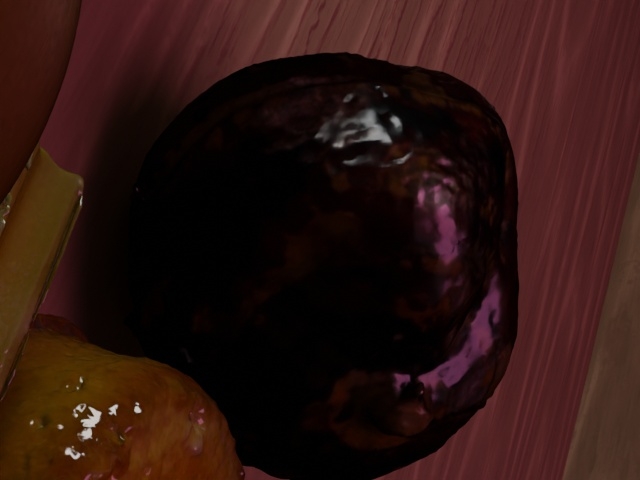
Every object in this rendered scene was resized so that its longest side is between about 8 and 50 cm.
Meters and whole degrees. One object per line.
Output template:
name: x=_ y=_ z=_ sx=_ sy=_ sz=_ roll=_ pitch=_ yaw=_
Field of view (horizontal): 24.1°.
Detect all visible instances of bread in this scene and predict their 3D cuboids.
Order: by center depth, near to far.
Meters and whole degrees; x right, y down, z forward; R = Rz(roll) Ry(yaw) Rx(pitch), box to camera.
bread: x=-0.169 y=0.196 z=0.913 sx=0.312 sy=0.172 sz=0.312 roll=7 pitch=90 yaw=-69

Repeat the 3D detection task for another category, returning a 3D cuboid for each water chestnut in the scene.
water chestnut: x=0.000 y=0.000 z=1.171 sx=0.347 sy=0.335 sz=0.335 roll=-106 pitch=-176 yaw=-57

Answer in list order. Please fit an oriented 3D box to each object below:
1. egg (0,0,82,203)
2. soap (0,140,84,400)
egg: x=-0.229 y=-0.112 z=0.563 sx=0.282 sy=0.283 sz=0.351 roll=65 pitch=35 yaw=-50
soap: x=-0.227 y=0.042 z=0.795 sx=0.076 sy=0.135 sz=0.233 roll=65 pitch=36 yaw=-50
